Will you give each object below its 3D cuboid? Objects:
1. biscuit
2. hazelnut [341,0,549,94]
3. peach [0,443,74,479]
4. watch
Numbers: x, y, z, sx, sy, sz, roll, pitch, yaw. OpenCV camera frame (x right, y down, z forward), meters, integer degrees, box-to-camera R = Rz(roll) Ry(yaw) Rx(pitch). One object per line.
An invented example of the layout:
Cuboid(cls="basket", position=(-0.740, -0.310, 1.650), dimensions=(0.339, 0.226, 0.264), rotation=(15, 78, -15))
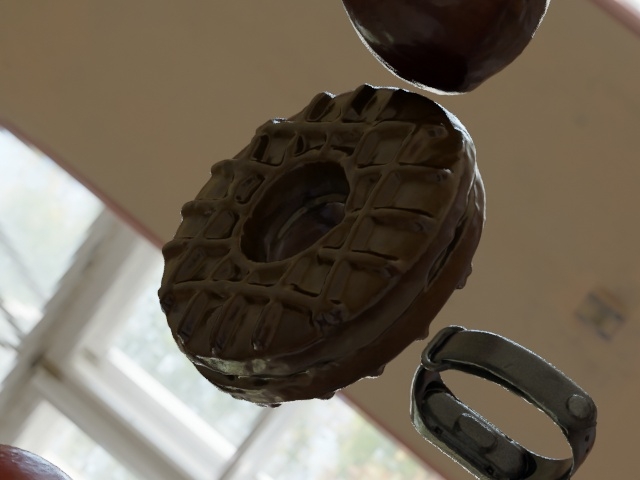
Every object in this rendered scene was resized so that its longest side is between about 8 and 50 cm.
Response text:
Cuboid(cls="biscuit", position=(0.000, 0.000, 1.678), dimensions=(0.332, 0.332, 0.103), rotation=(-49, -55, -10))
Cuboid(cls="hazelnut", position=(0.101, -0.239, 1.683), dimensions=(0.208, 0.208, 0.208), rotation=(-48, -11, -13))
Cuboid(cls="peach", position=(-0.354, 0.337, 1.943), dimensions=(0.281, 0.281, 0.238), rotation=(-48, -24, -17))
Cuboid(cls="watch", position=(0.189, 0.179, 2.003), dimensions=(0.068, 0.206, 0.193), rotation=(-49, -2, -37))
